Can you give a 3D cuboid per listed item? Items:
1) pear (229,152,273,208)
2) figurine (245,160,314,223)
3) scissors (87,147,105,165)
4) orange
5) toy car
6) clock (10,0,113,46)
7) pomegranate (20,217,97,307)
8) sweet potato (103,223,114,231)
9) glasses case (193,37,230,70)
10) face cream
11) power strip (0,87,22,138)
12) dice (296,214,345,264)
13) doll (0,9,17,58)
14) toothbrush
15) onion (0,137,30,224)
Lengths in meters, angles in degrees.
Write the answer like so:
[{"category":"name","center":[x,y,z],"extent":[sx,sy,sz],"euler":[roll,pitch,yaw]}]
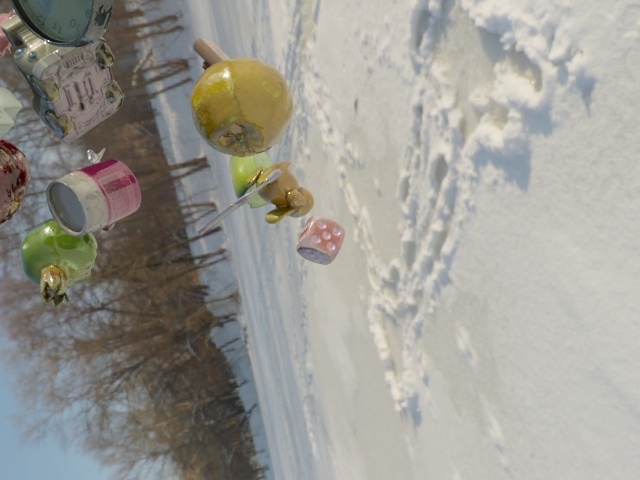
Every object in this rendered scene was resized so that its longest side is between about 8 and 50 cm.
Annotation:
[{"category":"pear","center":[-0.290,-0.284,2.510],"extent":[0.292,0.159,0.292],"euler":[57,-164,-27]},{"category":"figurine","center":[-0.135,-0.174,2.187],"extent":[0.215,0.215,0.228],"euler":[-130,17,-69]},{"category":"scissors","center":[-0.797,-0.299,2.178],"extent":[0.189,0.015,0.100],"euler":[-97,-7,-62]},{"category":"orange","center":[-0.208,-0.348,1.610],"extent":[0.279,0.279,0.235],"euler":[101,160,-65]},{"category":"toy car","center":[-0.733,-0.475,1.730],"extent":[0.226,0.242,0.336],"euler":[42,157,9]},{"category":"clock","center":[-0.578,-0.563,1.320],"extent":[0.055,0.280,0.281],"euler":[-44,-47,-54]},{"category":"pomegranate","center":[-0.811,0.070,1.861],"extent":[0.302,0.236,0.236],"euler":[-98,4,-51]},{"category":"sweet potato","center":[-0.681,-0.093,1.917],"extent":[0.206,0.068,0.060],"euler":[58,153,37]},{"category":"glasses case","center":[-0.312,-0.545,1.900],"extent":[0.193,0.070,0.102],"euler":[45,-158,10]},{"category":"face cream","center":[-0.634,-0.120,1.699],"extent":[0.175,0.195,0.175],"euler":[16,123,27]},{"category":"power strip","center":[-1.075,-0.406,1.887],"extent":[0.229,0.141,0.261],"euler":[49,-167,-1]},{"category":"dice","center":[0.000,0.000,1.455],"extent":[0.094,0.091,0.093],"euler":[-68,10,-22]},{"category":"doll","center":[-0.932,-0.546,1.698],"extent":[0.211,0.262,0.093],"euler":[10,159,40]},{"category":"toothbrush","center":[-0.275,-0.131,2.048],"extent":[0.024,0.354,0.029],"euler":[48,-172,-38]},{"category":"onion","center":[-0.840,-0.172,1.535],"extent":[0.207,0.216,0.206],"euler":[-49,4,31]}]
